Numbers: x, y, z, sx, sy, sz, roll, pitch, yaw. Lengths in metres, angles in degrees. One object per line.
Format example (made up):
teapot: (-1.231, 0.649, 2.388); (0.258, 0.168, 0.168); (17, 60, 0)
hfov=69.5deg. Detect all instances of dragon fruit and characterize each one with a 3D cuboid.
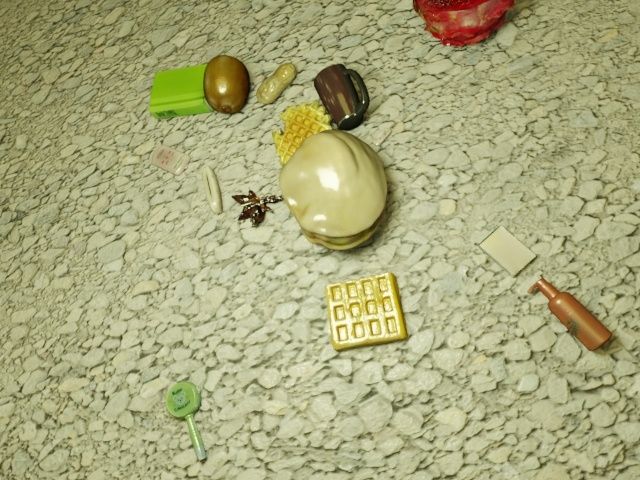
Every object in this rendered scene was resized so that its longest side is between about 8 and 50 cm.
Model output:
dragon fruit: (0.558, -0.888, 1.737); (0.386, 0.249, 0.371); (-42, 51, -8)

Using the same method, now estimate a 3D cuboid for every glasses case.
glasses case: (0.232, -0.390, 1.741); (0.032, 0.021, 0.083); (41, 83, 20)
glasses case: (-0.418, -0.196, 1.786); (0.051, 0.081, 0.204); (-18, 69, 4)

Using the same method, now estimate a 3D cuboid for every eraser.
eraser: (0.605, 0.034, 1.500); (0.104, 0.023, 0.150); (-41, 67, -4)
eraser: (-0.584, -0.636, 1.980); (0.274, 0.092, 0.210); (-1, 71, 14)

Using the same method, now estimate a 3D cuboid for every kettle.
kettle: (0.096, -0.547, 1.754); (0.202, 0.144, 0.232); (-38, 68, 40)

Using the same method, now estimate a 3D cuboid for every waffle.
waffle: (0.144, 0.233, 1.513); (0.248, 0.055, 0.221); (-12, 68, 8)
waffle: (-0.071, -0.410, 1.769); (0.250, 0.056, 0.261); (-20, 71, 19)

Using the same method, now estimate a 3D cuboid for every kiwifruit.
kiwifruit: (-0.382, -0.627, 1.875); (0.196, 0.196, 0.234); (-7, 76, 10)

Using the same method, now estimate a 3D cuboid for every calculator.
calculator: (-0.616, -0.331, 1.906); (0.175, 0.032, 0.100); (25, 77, 19)

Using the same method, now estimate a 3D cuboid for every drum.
drum: (-0.413, 0.576, 1.516); (0.130, 0.049, 0.253); (-42, 67, -4)

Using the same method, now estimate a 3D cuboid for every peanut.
peanut: (-0.178, -0.645, 1.897); (0.214, 0.099, 0.099); (-44, 67, -11)

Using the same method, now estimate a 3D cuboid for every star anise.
star anise: (-0.247, -0.120, 1.733); (0.212, 0.053, 0.157); (16, 73, 15)

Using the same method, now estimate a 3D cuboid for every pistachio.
pistachio: (0.044, -0.182, 1.562); (0.365, 0.281, 0.445); (-1, 64, 1)

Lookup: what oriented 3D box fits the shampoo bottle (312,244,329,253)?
shampoo bottle: (0.000, 0.000, 1.638); (0.072, 0.043, 0.099); (-25, 68, 0)

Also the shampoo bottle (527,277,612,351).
shampoo bottle: (0.739, 0.212, 1.374); (0.085, 0.085, 0.244); (-39, 65, -3)
